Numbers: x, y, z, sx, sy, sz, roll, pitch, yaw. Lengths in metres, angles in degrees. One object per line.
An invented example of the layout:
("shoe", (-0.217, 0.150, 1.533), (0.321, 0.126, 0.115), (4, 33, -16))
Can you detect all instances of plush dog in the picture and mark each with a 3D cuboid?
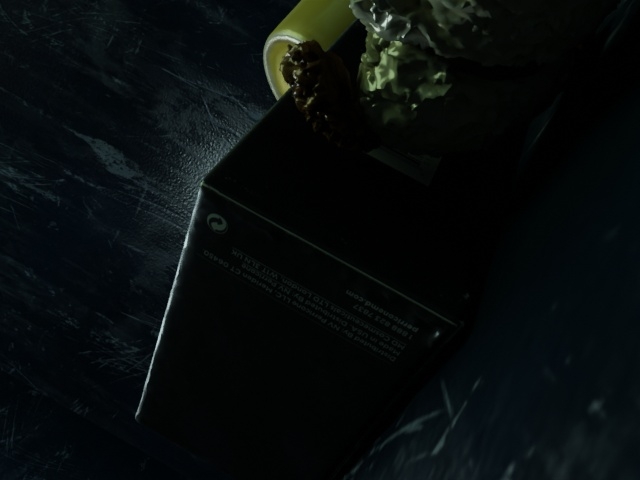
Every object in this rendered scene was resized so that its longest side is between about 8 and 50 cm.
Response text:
("plush dog", (0.096, -0.139, 0.368), (0.225, 0.263, 0.210), (96, 160, -55))

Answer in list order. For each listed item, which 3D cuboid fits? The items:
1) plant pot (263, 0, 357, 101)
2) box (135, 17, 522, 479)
("plant pot", (0.075, -0.223, 0.732), (0.239, 0.254, 0.254), (-40, -9, -18))
("box", (0.008, 0.018, 0.559), (0.296, 0.183, 0.294), (-58, -5, -47))
